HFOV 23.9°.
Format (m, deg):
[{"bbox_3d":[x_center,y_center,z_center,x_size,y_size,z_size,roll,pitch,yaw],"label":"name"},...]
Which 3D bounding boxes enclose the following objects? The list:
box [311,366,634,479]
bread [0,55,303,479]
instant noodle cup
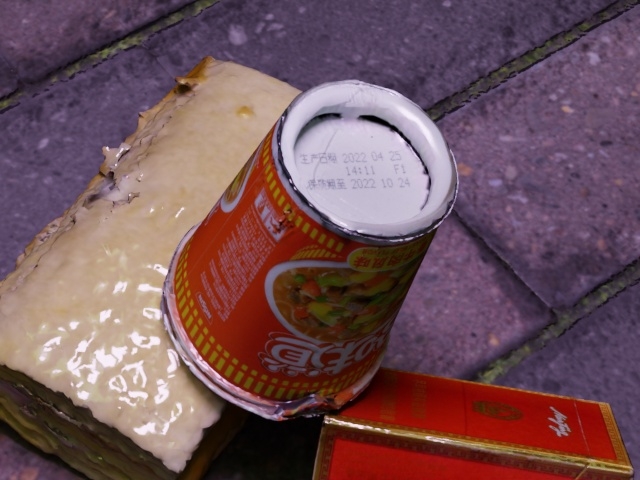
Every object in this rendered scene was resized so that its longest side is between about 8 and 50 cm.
[{"bbox_3d":[0.118,0.165,1.204,0.240,0.153,0.074,9,100,2],"label":"box"},{"bbox_3d":[-0.114,0.019,1.274,0.236,0.165,0.375,31,58,11],"label":"bread"},{"bbox_3d":[0.000,0.000,1.087,0.193,0.212,0.193,10,56,-15],"label":"instant noodle cup"}]
